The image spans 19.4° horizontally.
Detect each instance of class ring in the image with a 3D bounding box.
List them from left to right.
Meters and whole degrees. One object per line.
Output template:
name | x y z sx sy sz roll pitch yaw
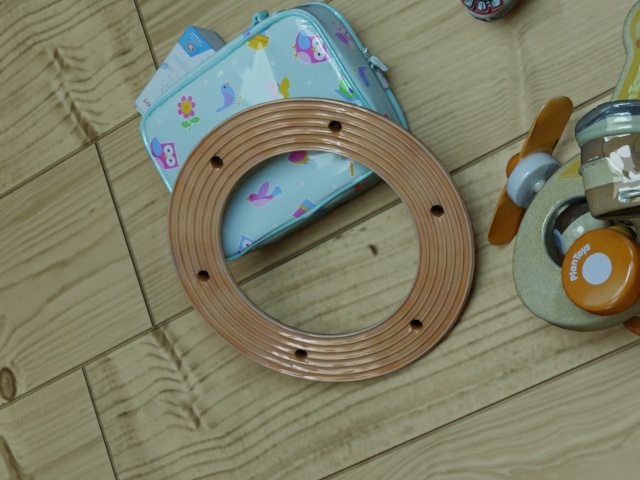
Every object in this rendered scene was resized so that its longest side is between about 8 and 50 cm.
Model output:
ring | 0.000 0.000 2.012 0.337 0.032 0.336 6 115 12

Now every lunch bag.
lunch bag | -0.050 -0.127 2.072 0.279 0.108 0.224 -32 85 25

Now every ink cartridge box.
ink cartridge box | -0.148 -0.176 2.198 0.122 0.052 0.088 -51 63 19

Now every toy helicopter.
toy helicopter | 0.288 -0.083 1.885 0.235 0.140 0.355 17 86 42

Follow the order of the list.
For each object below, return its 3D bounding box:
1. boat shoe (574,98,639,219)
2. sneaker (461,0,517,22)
boat shoe | 0.397 -0.058 1.736 0.324 0.122 0.119 2 77 5
sneaker | 0.200 -0.332 1.958 0.088 0.093 0.225 24 83 14
